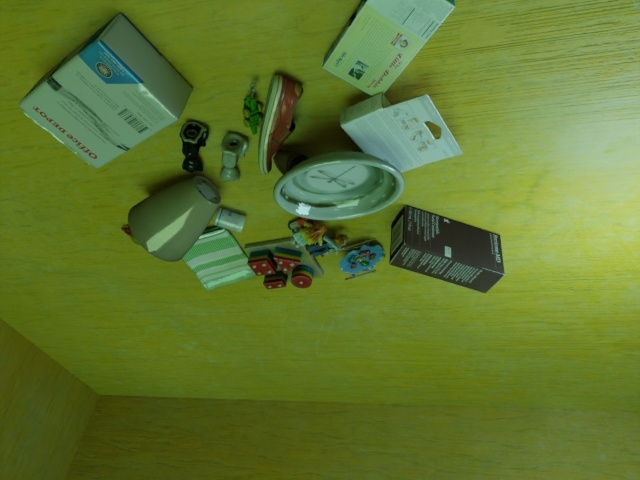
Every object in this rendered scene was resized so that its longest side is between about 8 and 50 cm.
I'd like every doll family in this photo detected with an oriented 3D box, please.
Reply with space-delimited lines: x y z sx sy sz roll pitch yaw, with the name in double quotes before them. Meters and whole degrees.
"doll family" 0.000 0.000 1.935 0.163 0.118 0.263 -25 130 35

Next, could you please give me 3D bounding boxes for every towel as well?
"towel" -0.440 0.079 2.145 0.248 0.038 0.324 -17 135 8

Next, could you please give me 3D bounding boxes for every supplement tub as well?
"supplement tub" -0.344 -0.076 1.950 0.107 0.071 0.071 17 140 -11

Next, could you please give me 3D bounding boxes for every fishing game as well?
"fishing game" 0.167 0.082 2.017 0.189 0.041 0.264 -15 147 -8

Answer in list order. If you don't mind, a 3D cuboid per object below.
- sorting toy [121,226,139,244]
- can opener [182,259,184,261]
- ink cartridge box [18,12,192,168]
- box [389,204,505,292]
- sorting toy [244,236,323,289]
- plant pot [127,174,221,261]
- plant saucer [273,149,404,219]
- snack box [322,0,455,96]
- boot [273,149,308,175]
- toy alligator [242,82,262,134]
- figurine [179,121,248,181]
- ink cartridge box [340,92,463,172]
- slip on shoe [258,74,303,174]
"sorting toy" -0.685 -0.021 2.088 0.275 0.046 0.132 2 142 35
"can opener" -0.549 0.078 2.186 0.073 0.059 0.186 7 149 41
"ink cartridge box" -0.628 -0.421 1.510 0.395 0.166 0.285 -20 132 30
"box" 0.446 0.033 1.830 0.382 0.191 0.143 17 140 -10
"sorting toy" -0.152 0.111 2.124 0.256 0.089 0.257 -9 137 21
"plant pot" -0.495 -0.101 1.840 0.274 0.256 0.256 -35 125 21
"plant saucer" 0.054 -0.184 1.586 0.401 0.100 0.400 -4 159 -1
"snack box" 0.164 -0.526 1.308 0.187 0.060 0.322 24 139 -19
"boot" -0.053 -0.203 1.739 0.115 0.112 0.305 30 166 39
"toy alligator" -0.212 -0.403 1.545 0.051 0.056 0.189 42 150 26
"figurine" -0.358 -0.276 1.710 0.215 0.092 0.209 14 149 -7
"ink cartridge box" 0.241 -0.315 1.499 0.261 0.066 0.296 -15 148 28
"slip on shoe" -0.129 -0.334 1.550 0.102 0.123 0.331 8 131 -14
